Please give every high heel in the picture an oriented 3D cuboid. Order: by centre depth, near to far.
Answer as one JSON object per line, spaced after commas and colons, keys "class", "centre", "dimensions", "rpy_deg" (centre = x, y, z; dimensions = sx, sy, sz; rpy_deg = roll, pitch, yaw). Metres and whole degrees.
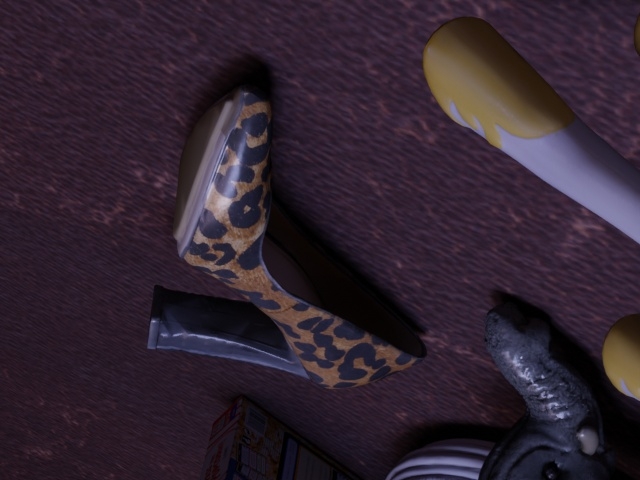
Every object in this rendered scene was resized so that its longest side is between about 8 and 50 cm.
{"class": "high heel", "centre": [0.000, 0.000, 1.044], "dimensions": [0.186, 0.093, 0.261], "rpy_deg": [9, 142, -8]}

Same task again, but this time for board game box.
{"class": "board game box", "centre": [-0.010, 0.232, 1.366], "dimensions": [0.193, 0.147, 0.045], "rpy_deg": [37, 118, -15]}

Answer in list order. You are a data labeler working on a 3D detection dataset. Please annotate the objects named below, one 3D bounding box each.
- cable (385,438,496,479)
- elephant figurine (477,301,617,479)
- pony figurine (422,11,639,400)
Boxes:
{"class": "cable", "centre": [0.160, 0.244, 1.273], "dimensions": [0.257, 0.089, 0.257], "rpy_deg": [14, 151, 28]}
{"class": "elephant figurine", "centre": [0.159, 0.188, 1.070], "dimensions": [0.239, 0.186, 0.169], "rpy_deg": [26, 141, -16]}
{"class": "pony figurine", "centre": [0.210, 0.063, 0.652], "dimensions": [0.351, 0.303, 0.363], "rpy_deg": [56, 177, -27]}
